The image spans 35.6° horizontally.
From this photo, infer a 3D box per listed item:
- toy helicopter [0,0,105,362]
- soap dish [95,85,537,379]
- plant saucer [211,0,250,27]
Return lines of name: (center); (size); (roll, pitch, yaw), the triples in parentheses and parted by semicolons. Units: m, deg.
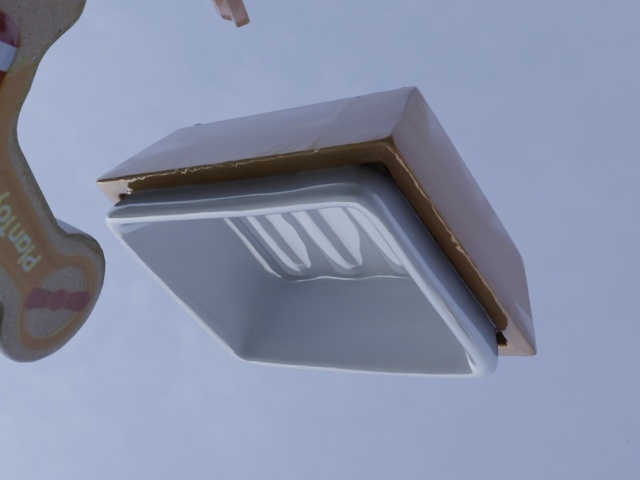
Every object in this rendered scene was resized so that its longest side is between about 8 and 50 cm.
toy helicopter: (-0.182, -0.033, 0.443); (0.140, 0.355, 0.235); (25, -117, 21)
soap dish: (0.000, 0.000, 0.767); (0.291, 0.229, 0.118); (-4, -133, 40)
plant saucer: (-0.054, -0.134, 0.446); (0.013, 0.083, 0.083); (-24, -107, -1)
